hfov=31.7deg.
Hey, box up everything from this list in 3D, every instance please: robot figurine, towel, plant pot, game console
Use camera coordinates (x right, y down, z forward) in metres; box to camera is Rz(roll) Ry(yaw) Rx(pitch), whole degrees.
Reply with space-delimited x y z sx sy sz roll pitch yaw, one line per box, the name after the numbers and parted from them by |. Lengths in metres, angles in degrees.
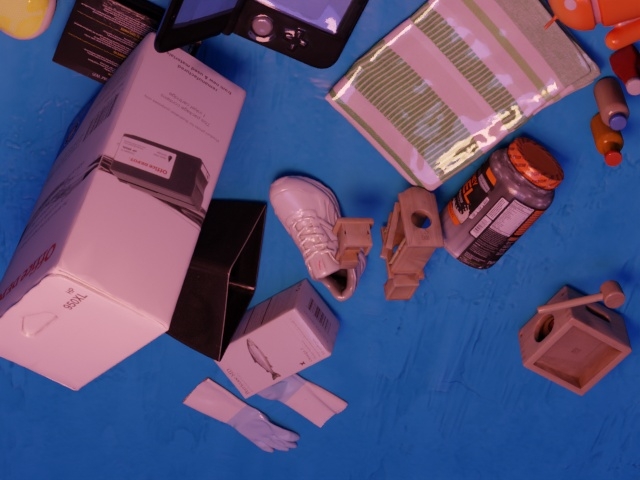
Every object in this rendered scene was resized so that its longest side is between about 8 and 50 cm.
0.385 -0.343 1.451 0.219 0.128 0.158 -14 138 14 | robot figurine
0.199 -0.226 1.608 0.325 0.038 0.248 -35 117 26 | towel
-0.197 0.045 1.756 0.167 0.187 0.188 15 128 8 | plant pot
-0.043 -0.345 1.445 0.250 0.173 0.293 21 126 -12 | game console

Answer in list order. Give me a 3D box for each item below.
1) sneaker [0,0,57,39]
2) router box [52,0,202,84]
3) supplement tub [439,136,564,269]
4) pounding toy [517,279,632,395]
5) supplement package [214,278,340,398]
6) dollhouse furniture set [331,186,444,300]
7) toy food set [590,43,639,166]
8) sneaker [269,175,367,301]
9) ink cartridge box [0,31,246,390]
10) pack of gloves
-0.464 -0.413 1.432 0.145 0.147 0.385 -16 126 12 | sneaker
-0.271 -0.276 1.589 0.179 0.046 0.133 24 125 -15 | router box
0.268 -0.057 1.683 0.117 0.117 0.190 28 123 -17 | supplement tub
0.414 0.124 1.827 0.181 0.094 0.206 27 124 -18 | pounding toy
-0.074 0.163 1.866 0.179 0.105 0.105 -30 109 23 | supplement package
0.080 0.007 1.734 0.160 0.101 0.182 1 150 -15 | dollhouse furniture set
0.464 -0.212 1.561 0.232 0.104 0.111 -34 119 25 | toy food set
0.000 0.000 1.740 0.090 0.115 0.232 -27 121 22 | sneaker
-0.278 -0.033 1.512 0.166 0.395 0.285 30 143 -22 | ink cartridge box
-0.101 0.304 2.023 0.232 0.046 0.195 33 121 -20 | pack of gloves
